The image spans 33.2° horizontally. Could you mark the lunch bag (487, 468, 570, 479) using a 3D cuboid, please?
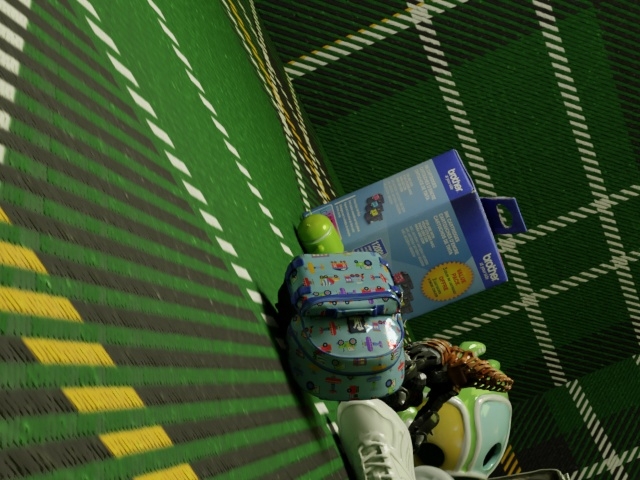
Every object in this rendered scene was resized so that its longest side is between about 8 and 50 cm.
[{"bbox_3d":[0.431,0.611,2.397,0.235,0.287,0.168,58,10,-63],"label":"lunch bag"}]

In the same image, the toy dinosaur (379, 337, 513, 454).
[{"bbox_3d":[0.148,0.209,1.649,0.164,0.218,0.322,52,-37,1],"label":"toy dinosaur"}]

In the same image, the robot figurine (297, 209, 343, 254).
[{"bbox_3d":[0.000,0.000,1.955,0.101,0.067,0.115,-86,155,-52],"label":"robot figurine"}]

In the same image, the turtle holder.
[{"bbox_3d":[0.220,0.311,1.900,0.320,0.244,0.227,77,10,-68],"label":"turtle holder"}]

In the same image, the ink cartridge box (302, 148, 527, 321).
[{"bbox_3d":[0.197,0.000,2.120,0.151,0.396,0.270,-107,171,-48],"label":"ink cartridge box"}]

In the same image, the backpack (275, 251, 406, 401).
[{"bbox_3d":[0.031,0.110,1.320,0.173,0.158,0.116,-104,-161,-49],"label":"backpack"}]

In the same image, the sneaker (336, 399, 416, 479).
[{"bbox_3d":[0.085,0.310,1.400,0.115,0.090,0.232,-36,102,-81],"label":"sneaker"}]

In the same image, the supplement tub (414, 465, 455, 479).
[{"bbox_3d":[0.173,0.422,1.599,0.190,0.117,0.117,59,9,-49],"label":"supplement tub"}]
